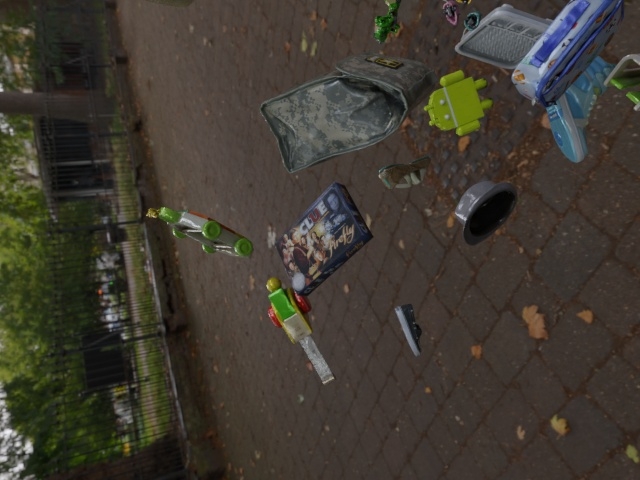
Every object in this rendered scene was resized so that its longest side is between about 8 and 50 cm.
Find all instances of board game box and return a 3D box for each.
[{"bbox_3d":[0.000,0.000,1.153,0.243,0.042,0.165,-44,56,29],"label":"board game box"}]

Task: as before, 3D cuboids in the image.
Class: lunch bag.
[{"bbox_3d":[0.069,-0.268,0.927,0.287,0.235,0.168,-12,111,31],"label":"lunch bag"},{"bbox_3d":[0.623,-0.484,1.206,0.115,0.243,0.303,43,111,22],"label":"lunch bag"}]

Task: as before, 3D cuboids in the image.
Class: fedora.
[{"bbox_3d":[0.615,-0.126,1.825,0.275,0.244,0.124,-45,47,5],"label":"fedora"}]

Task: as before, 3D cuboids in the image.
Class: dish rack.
[{"bbox_3d":[0.682,-0.742,1.732,0.333,0.286,0.072,178,103,-79],"label":"dish rack"}]

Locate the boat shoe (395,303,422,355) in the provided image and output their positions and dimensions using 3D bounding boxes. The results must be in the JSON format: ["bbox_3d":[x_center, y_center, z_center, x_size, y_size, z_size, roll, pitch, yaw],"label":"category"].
[{"bbox_3d":[0.214,0.209,1.107,0.049,0.040,0.142,-106,-7,-66],"label":"boat shoe"}]

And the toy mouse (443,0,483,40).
[{"bbox_3d":[0.381,-0.605,1.263,0.161,0.031,0.143,36,161,42],"label":"toy mouse"}]

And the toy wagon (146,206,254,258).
[{"bbox_3d":[-0.377,-0.029,1.508,0.267,0.344,0.068,1,65,53],"label":"toy wagon"}]

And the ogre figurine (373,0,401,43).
[{"bbox_3d":[0.249,-0.813,1.757,0.118,0.097,0.197,67,-150,-81],"label":"ogre figurine"}]

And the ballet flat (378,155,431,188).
[{"bbox_3d":[0.238,-0.179,1.290,0.073,0.206,0.067,-32,81,54],"label":"ballet flat"}]

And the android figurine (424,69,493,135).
[{"bbox_3d":[0.554,-0.549,1.921,0.056,0.273,0.248,-124,14,-80],"label":"android figurine"}]

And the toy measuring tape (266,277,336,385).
[{"bbox_3d":[-0.052,0.242,1.325,0.330,0.121,0.121,59,158,-6],"label":"toy measuring tape"}]

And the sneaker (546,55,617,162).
[{"bbox_3d":[0.796,-0.410,1.419,0.127,0.208,0.318,-71,-40,-77],"label":"sneaker"}]

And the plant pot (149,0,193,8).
[{"bbox_3d":[-0.374,-0.601,0.955,0.257,0.274,0.256,-17,64,39],"label":"plant pot"}]

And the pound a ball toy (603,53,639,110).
[{"bbox_3d":[0.992,-0.443,1.333,0.208,0.319,0.135,57,147,27],"label":"pound a ball toy"}]
